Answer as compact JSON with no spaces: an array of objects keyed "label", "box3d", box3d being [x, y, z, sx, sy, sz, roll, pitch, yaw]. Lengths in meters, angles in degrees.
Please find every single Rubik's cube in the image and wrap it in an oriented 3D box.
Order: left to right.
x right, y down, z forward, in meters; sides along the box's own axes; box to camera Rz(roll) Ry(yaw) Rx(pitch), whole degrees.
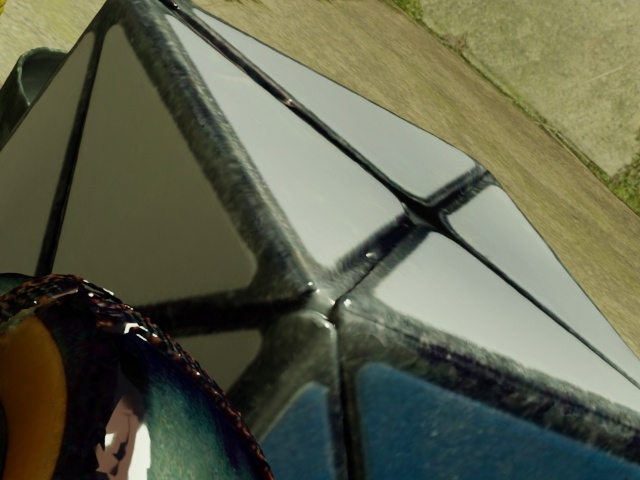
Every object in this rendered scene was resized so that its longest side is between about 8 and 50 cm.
[{"label":"Rubik's cube","box3d":[-0.029,0.077,0.812,0.260,0.259,0.255,28,18,-40]}]

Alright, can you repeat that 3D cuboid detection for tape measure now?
[{"label":"tape measure","box3d":[-0.118,0.117,0.577,0.135,0.223,0.202,50,3,-37]}]

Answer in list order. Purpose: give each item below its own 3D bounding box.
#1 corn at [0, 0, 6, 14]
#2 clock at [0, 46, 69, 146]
[{"label":"corn","box3d":[-0.272,-0.151,1.191,0.106,0.106,0.293,38,18,-6]},{"label":"clock","box3d":[-0.112,-0.025,1.278,0.281,0.055,0.280,37,16,-12]}]
